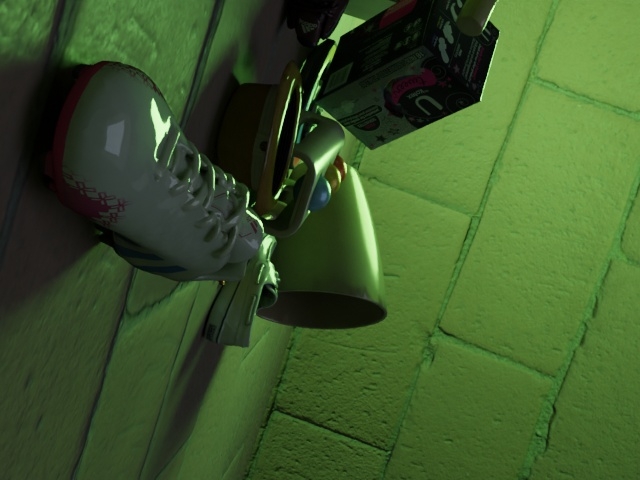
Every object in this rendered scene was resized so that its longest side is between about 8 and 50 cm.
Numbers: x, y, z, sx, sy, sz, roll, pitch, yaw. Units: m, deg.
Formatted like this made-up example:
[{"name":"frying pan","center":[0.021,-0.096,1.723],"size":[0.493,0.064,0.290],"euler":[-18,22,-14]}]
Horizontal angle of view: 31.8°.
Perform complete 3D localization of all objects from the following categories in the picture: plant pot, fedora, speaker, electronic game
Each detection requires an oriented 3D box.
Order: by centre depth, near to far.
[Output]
[{"name":"fedora","center":[-0.077,-0.128,1.366],"size":[0.194,0.079,0.194],"euler":[13,90,-84]},{"name":"electronic game","center":[-0.017,-0.229,1.896],"size":[0.229,0.048,0.229],"euler":[19,90,-86]},{"name":"speaker","center":[0.090,-0.397,1.911],"size":[0.055,0.136,0.055],"euler":[19,90,-85]},{"name":"plant pot","center":[0.000,0.000,2.082],"size":[0.256,0.256,0.274],"euler":[97,-3,-71]}]

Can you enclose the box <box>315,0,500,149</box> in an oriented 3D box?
[{"name":"box","center":[0.138,-0.272,1.779],"size":[0.247,0.142,0.163],"euler":[-22,-141,46]}]

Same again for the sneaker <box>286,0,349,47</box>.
[{"name":"sneaker","center":[0.005,-0.317,1.432],"size":[0.281,0.106,0.163],"euler":[-61,172,-71]}]

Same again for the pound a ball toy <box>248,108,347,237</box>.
[{"name":"pound a ball toy","center":[-0.043,-0.071,1.673],"size":[0.319,0.135,0.208],"euler":[-56,164,-72]}]

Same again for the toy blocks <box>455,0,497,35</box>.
[{"name":"toy blocks","center":[0.179,-0.506,1.584],"size":[0.309,0.288,0.260],"euler":[96,20,-63]}]

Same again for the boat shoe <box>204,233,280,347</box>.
[{"name":"boat shoe","center":[-0.109,0.080,1.835],"size":[0.095,0.084,0.258],"euler":[104,7,-47]}]

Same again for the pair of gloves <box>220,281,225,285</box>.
[{"name":"pair of gloves","center":[-0.140,0.033,1.729],"size":[0.083,0.010,0.074],"euler":[80,30,-80]}]

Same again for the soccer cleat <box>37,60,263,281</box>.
[{"name":"soccer cleat","center":[-0.112,-0.042,0.868],"size":[0.331,0.143,0.116],"euler":[89,21,-77]}]
